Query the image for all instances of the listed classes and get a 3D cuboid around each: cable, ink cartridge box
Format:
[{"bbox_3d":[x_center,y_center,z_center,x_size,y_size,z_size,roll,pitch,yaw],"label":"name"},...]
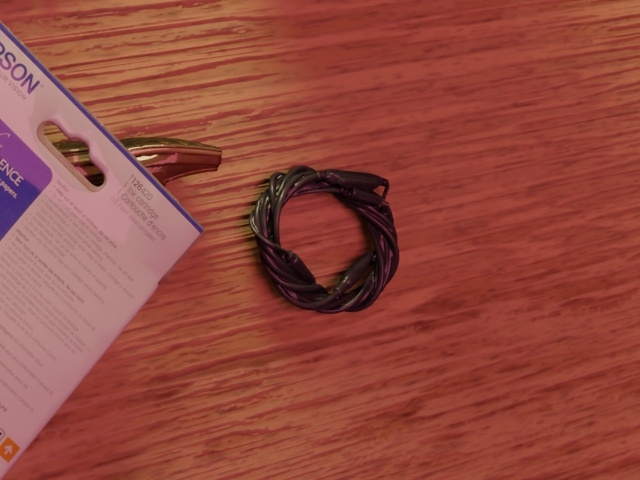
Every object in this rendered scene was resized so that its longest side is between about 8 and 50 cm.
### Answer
[{"bbox_3d":[0.000,0.000,1.975,0.184,0.047,0.151,3,94,-38],"label":"cable"},{"bbox_3d":[-0.305,0.006,1.734,0.303,0.072,0.307,47,68,-24],"label":"ink cartridge box"}]

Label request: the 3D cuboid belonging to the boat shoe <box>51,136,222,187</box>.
[{"bbox_3d":[-0.178,-0.066,1.836,0.178,0.064,0.060,-5,102,-27],"label":"boat shoe"}]
